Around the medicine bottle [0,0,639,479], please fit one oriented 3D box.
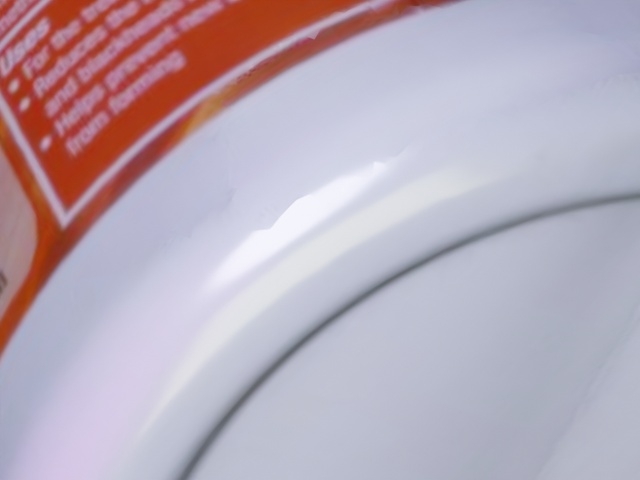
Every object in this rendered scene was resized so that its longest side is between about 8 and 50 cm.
[{"bbox_3d":[0.000,0.000,0.542,0.252,0.241,0.252,-15,131,-17],"label":"medicine bottle"}]
